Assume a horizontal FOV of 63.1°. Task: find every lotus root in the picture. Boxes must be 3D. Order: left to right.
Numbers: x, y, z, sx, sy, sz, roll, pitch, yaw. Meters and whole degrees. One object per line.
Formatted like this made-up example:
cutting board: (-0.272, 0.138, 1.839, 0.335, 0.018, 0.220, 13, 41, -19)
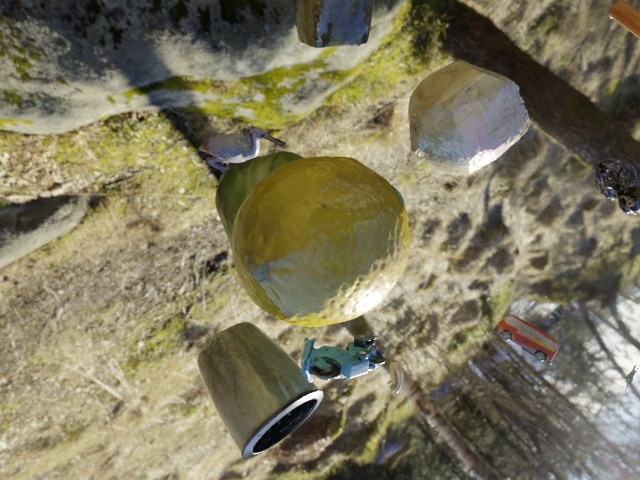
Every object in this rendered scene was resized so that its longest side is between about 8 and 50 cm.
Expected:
lotus root: (0.043, -0.772, 1.595, 0.251, 0.250, 0.345, -18, 119, -41)

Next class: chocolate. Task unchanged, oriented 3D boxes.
chocolate: (0.907, -0.139, 1.527, 0.343, 0.149, 0.126, -74, 180, -64)

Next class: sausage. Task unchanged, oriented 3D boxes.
sausage: (0.505, -0.346, 0.830, 0.031, 0.107, 0.031, -11, 138, -10)

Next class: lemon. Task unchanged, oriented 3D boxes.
lemon: (0.001, -0.001, 0.961, 0.336, 0.336, 0.336, -33, 151, -21)

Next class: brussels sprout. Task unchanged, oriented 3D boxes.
brussels sprout: (-0.120, -0.063, 1.309, 0.276, 0.371, 0.314, -6, 117, -10)

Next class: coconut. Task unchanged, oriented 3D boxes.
coconut: (0.481, -0.419, 1.852, 0.405, 0.404, 0.404, -33, 151, -21)

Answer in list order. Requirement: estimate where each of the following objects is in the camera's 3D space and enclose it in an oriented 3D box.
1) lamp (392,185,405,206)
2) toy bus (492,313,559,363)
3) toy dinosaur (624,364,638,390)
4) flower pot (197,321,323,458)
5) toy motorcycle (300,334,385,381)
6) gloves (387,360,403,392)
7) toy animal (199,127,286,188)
lamp: (0.133, -0.019, 1.371, 0.147, 0.209, 0.284, -29, 142, -35)
toy bus: (0.576, 0.272, 1.460, 0.077, 0.174, 0.079, -60, 160, 6)
toy dinosaur: (0.979, 0.431, 1.649, 0.062, 0.021, 0.083, -40, 149, -47)
flower pot: (-0.198, 0.435, 1.593, 0.294, 0.330, 0.293, -32, 152, -19)
toy motorcycle: (0.050, 0.328, 1.447, 0.272, 0.182, 0.123, -2, 101, -43)
gloves: (0.160, 0.286, 1.119, 0.044, 0.037, 0.080, 32, 62, -55)
toy animal: (-0.250, -0.272, 1.571, 0.324, 0.195, 0.090, -38, -162, 47)
